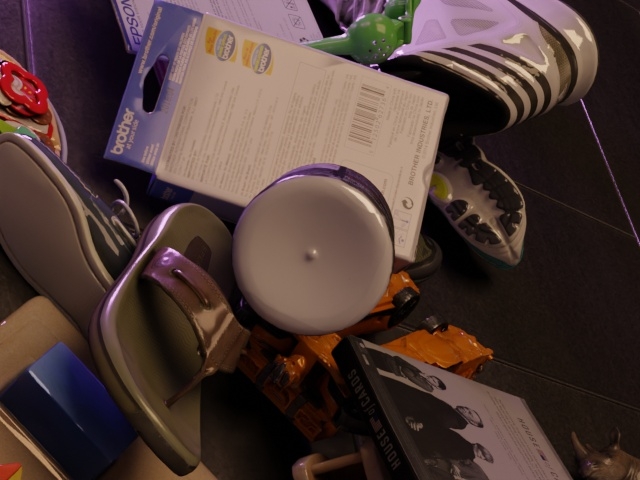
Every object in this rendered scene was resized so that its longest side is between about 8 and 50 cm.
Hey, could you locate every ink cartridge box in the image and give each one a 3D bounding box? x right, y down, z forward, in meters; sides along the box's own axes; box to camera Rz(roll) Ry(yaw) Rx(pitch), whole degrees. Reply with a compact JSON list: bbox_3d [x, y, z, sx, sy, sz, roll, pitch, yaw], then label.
[{"bbox_3d":[-0.145,-0.284,1.646,0.330,0.071,0.324,8,52,-45],"label":"ink cartridge box"},{"bbox_3d":[-0.042,-0.101,1.453,0.311,0.065,0.185,19,69,-12],"label":"ink cartridge box"}]

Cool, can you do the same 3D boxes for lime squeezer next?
[{"bbox_3d":[0.059,-0.236,1.611,0.310,0.110,0.059,-37,122,-34],"label":"lime squeezer"}]

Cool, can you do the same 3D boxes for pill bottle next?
[{"bbox_3d":[0.000,0.000,1.280,0.130,0.130,0.245,47,6,-2],"label":"pill bottle"}]

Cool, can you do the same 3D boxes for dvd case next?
[{"bbox_3d":[0.130,0.179,1.279,0.239,0.029,0.179,23,27,-39],"label":"dvd case"}]

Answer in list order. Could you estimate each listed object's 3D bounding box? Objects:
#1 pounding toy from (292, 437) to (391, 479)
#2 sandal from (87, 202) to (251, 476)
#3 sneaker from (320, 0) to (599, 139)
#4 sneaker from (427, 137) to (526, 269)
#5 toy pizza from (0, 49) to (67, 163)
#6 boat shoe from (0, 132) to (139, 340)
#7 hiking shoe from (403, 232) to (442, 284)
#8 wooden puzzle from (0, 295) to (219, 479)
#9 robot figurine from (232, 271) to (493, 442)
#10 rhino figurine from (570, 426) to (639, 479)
[{"bbox_3d":[0.073,0.242,1.222,0.154,0.155,0.269,58,24,-33],"label":"pounding toy"},{"bbox_3d":[-0.101,0.053,1.154,0.120,0.086,0.302,52,24,-26],"label":"sandal"},{"bbox_3d":[0.081,-0.264,1.745,0.447,0.169,0.257,33,40,27],"label":"sneaker"},{"bbox_3d":[0.155,-0.075,1.778,0.275,0.107,0.110,61,0,31],"label":"sneaker"},{"bbox_3d":[-0.305,-0.120,1.315,0.201,0.032,0.201,31,36,-25],"label":"toy pizza"},{"bbox_3d":[-0.187,0.014,1.252,0.254,0.095,0.079,51,34,3],"label":"boat shoe"},{"bbox_3d":[0.057,-0.029,1.569,0.227,0.114,0.086,27,37,-30],"label":"hiking shoe"},{"bbox_3d":[-0.170,0.212,1.073,0.322,0.080,0.348,47,32,-1],"label":"wooden puzzle"},{"bbox_3d":[0.037,0.106,1.408,0.211,0.085,0.291,44,29,21],"label":"robot figurine"},{"bbox_3d":[0.357,0.290,1.623,0.243,0.073,0.106,42,36,-7],"label":"rhino figurine"}]
